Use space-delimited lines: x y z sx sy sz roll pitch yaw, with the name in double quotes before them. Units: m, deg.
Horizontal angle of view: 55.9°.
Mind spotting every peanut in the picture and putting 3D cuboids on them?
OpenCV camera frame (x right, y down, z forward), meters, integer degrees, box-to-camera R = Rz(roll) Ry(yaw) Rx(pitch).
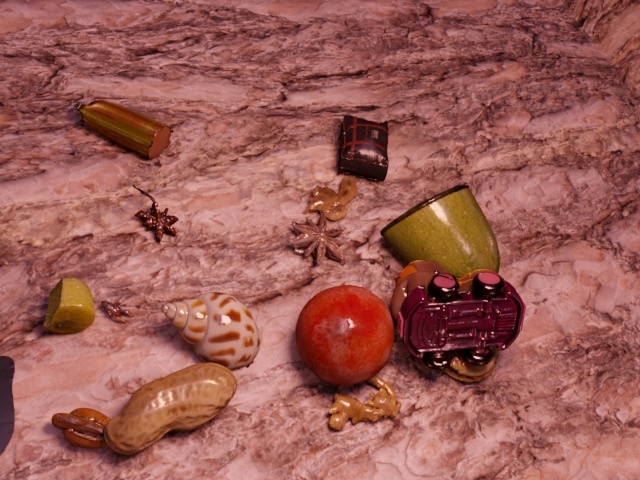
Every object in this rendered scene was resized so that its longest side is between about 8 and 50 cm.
"peanut" -0.354 0.397 1.439 0.325 0.140 0.153 -27 109 -20

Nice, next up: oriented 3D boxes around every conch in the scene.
"conch" -0.277 0.220 1.564 0.274 0.149 0.183 10 51 -10

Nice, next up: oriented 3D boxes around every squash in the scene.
"squash" 0.379 0.036 1.801 0.310 0.310 0.309 -23 81 -26

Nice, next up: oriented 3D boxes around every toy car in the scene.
"toy car" 0.354 0.173 1.629 0.340 0.272 0.240 -2 29 -4

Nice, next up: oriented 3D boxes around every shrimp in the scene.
"shrimp" -0.541 0.191 1.593 0.092 0.029 0.038 22 54 -3

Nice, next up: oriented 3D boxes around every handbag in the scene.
"handbag" 0.141 -0.310 2.017 0.169 0.155 0.216 5 57 0

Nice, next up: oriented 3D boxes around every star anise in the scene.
"star anise" 0.000 0.000 1.835 0.195 0.065 0.182 41 53 13
"star anise" -0.489 -0.083 1.758 0.191 0.070 0.097 46 68 3

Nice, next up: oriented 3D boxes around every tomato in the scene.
"tomato" 0.064 0.240 1.576 0.264 0.265 0.265 6 56 -10

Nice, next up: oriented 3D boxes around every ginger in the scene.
"ginger" 0.122 0.429 1.583 0.176 0.053 0.193 21 53 7
"ginger" 0.043 -0.146 1.942 0.133 0.059 0.214 29 57 1

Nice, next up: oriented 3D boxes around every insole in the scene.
"insole" -0.761 0.390 1.420 0.086 0.005 0.253 -1 58 -16

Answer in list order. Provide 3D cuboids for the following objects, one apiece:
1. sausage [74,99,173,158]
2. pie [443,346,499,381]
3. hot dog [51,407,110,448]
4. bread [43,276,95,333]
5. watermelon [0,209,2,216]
"sausage" -0.633 -0.361 1.886 0.317 0.117 0.125 24 40 4
"pie" 0.406 0.303 1.717 0.205 0.084 0.179 29 55 11
"hot dog" -0.553 0.433 1.410 0.140 0.060 0.090 23 50 6
"bread" -0.633 0.169 1.532 0.111 0.129 0.114 23 39 -44
"watermelon" -0.929 -0.092 1.662 0.092 0.072 0.084 41 40 19
